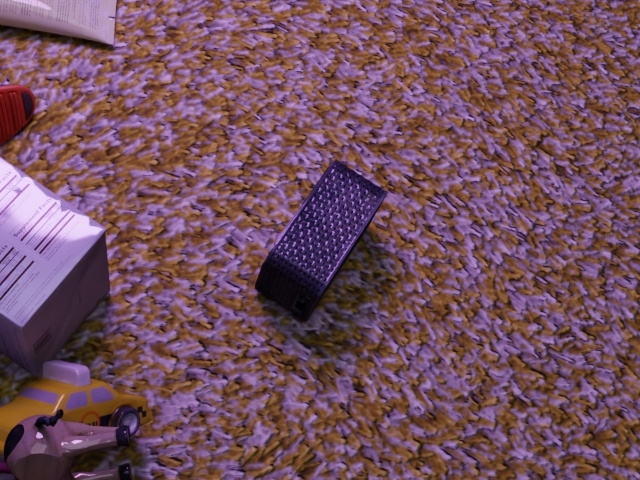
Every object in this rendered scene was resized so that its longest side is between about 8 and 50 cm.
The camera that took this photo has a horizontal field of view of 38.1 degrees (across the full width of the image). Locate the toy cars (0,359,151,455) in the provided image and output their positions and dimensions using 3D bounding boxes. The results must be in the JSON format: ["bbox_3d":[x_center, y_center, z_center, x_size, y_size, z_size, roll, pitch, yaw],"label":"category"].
[{"bbox_3d":[-0.384,0.181,1.012,0.393,0.176,0.087,-1,94,-12],"label":"toy cars"}]

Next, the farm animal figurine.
[{"bbox_3d":[-0.263,0.352,0.888,0.172,0.327,0.330,-2,66,-12],"label":"farm animal figurine"}]

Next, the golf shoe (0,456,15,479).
[{"bbox_3d":[-0.436,0.292,0.982,0.306,0.140,0.115,-16,72,-16],"label":"golf shoe"}]

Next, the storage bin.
[{"bbox_3d":[0.000,0.000,1.205,0.084,0.122,0.180,33,65,4],"label":"storage bin"}]

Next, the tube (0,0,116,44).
[{"bbox_3d":[-0.411,-0.329,1.307,0.240,0.062,0.070,4,110,-15],"label":"tube"}]

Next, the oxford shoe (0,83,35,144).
[{"bbox_3d":[-0.504,-0.155,1.190,0.271,0.097,0.098,-24,49,-32],"label":"oxford shoe"}]

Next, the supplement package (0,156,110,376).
[{"bbox_3d":[-0.372,0.022,1.080,0.203,0.194,0.149,33,64,5],"label":"supplement package"}]
